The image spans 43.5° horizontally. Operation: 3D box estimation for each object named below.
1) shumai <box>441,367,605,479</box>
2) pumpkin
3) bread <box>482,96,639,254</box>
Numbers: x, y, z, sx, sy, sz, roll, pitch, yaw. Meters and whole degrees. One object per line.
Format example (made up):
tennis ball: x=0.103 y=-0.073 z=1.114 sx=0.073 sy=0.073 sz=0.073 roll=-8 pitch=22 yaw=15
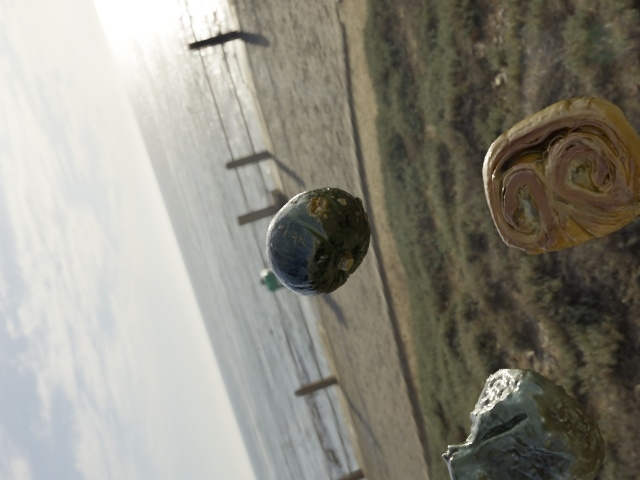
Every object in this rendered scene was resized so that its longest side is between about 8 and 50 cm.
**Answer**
shumai: x=0.320 y=0.341 z=1.292 sx=0.225 sy=0.222 sz=0.260 roll=39 pitch=158 yaw=19
pumpkin: x=-0.001 y=0.001 z=1.329 sx=0.146 sy=0.190 sz=0.190 roll=13 pitch=131 yaw=33
bread: x=0.342 y=-0.091 z=1.126 sx=0.236 sy=0.120 sz=0.198 roll=-25 pitch=76 yaw=41
